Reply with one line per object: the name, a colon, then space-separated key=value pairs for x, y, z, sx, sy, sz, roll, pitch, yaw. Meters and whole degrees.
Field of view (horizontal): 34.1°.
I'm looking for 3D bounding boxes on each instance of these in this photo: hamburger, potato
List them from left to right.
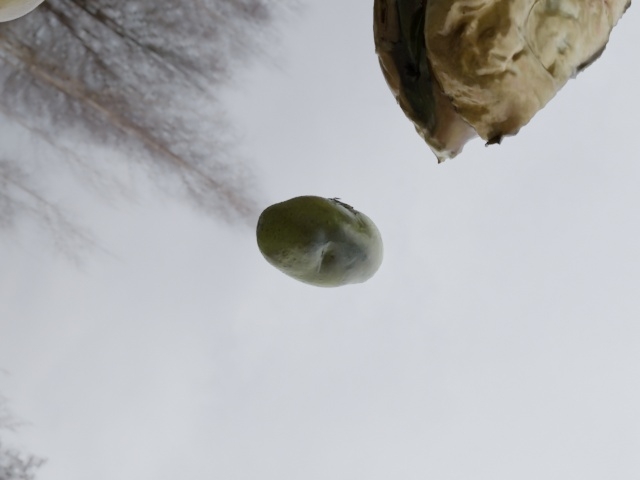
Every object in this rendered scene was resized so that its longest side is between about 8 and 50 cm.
potato: x=0.000 y=0.000 z=1.913 sx=0.143 sy=0.248 sz=0.169 roll=-139 pitch=-115 yaw=-66
hamburger: x=0.152 y=-0.242 z=0.918 sx=0.162 sy=0.209 sz=0.330 roll=-6 pitch=-145 yaw=53

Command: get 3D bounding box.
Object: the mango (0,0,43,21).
mango: x=-0.350 y=-0.436 z=1.275 sx=0.365 sy=0.182 sz=0.253 roll=-56 pitch=-146 yaw=11
